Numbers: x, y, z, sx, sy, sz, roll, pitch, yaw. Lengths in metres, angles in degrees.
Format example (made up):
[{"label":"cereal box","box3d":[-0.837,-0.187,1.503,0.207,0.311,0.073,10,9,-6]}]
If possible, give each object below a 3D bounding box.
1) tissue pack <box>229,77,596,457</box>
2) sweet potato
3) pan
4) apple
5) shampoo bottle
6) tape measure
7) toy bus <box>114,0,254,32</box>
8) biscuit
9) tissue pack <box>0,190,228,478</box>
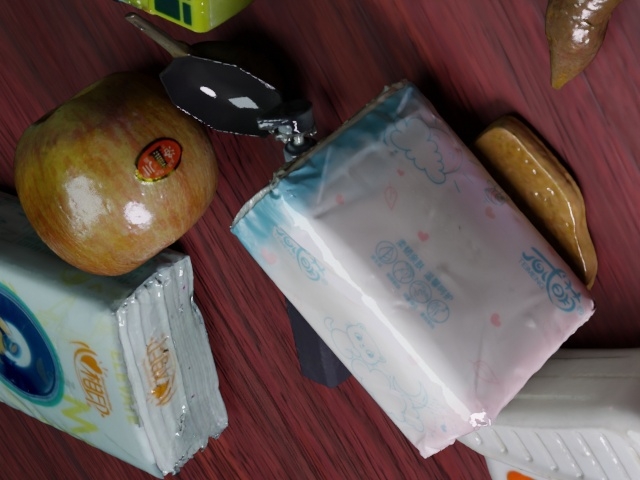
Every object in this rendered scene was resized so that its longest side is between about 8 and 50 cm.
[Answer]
[{"label":"tissue pack","box3d":[0.082,0.020,1.147,0.271,0.201,0.124,50,150,0]},{"label":"sweet potato","box3d":[0.207,-0.198,1.004,0.065,0.051,0.218,26,138,22]},{"label":"pan","box3d":[-0.095,-0.172,1.278,0.128,0.048,0.202,7,156,14]},{"label":"apple","box3d":[-0.216,-0.071,1.403,0.188,0.211,0.211,53,143,-12]},{"label":"shampoo bottle","box3d":[0.000,-0.001,1.342,0.071,0.098,0.309,21,135,38]},{"label":"tape measure","box3d":[0.271,0.203,1.233,0.258,0.130,0.265,-8,122,51]},{"label":"toy bus","box3d":[-0.117,-0.327,1.151,0.150,0.128,0.262,27,139,25]},{"label":"biscuit","box3d":[0.182,-0.013,1.207,0.142,0.029,0.221,4,124,43]},{"label":"tissue pack","box3d":[-0.322,0.111,1.709,0.388,0.162,0.287,17,132,36]}]
